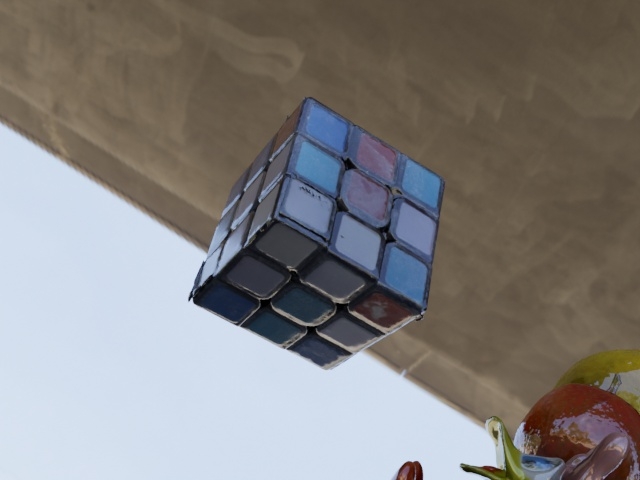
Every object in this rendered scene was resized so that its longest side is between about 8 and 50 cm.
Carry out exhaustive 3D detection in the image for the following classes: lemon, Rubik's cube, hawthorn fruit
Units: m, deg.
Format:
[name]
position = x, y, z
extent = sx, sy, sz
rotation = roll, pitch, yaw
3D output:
[lemon]
position = 0.513, 0.334, 1.346
extent = 0.297, 0.297, 0.297
rotation = 20, -46, 21
[Rubik's cube]
position = 0.000, 0.000, 1.598
extent = 0.358, 0.363, 0.362
rotation = 29, -44, -15
[hawthorn fruit]
position = 0.389, 0.284, 1.162
extent = 0.196, 0.225, 0.197
rotation = 28, -31, 19

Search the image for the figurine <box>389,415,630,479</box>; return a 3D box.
[figurine]
position = 0.135, 0.326, 0.853
extent = 0.193, 0.421, 0.154
rotation = 45, -7, 20
